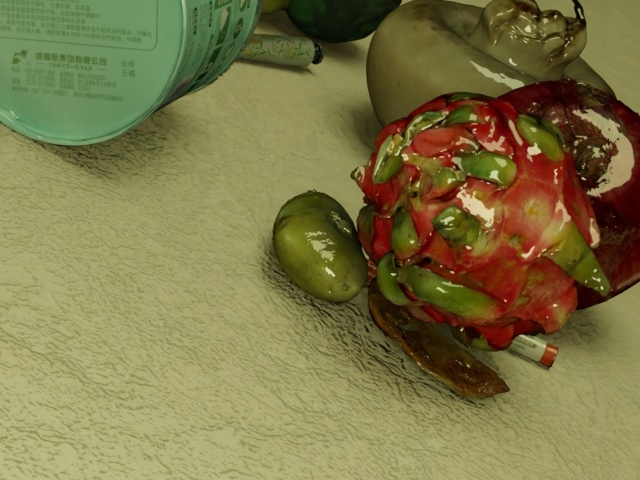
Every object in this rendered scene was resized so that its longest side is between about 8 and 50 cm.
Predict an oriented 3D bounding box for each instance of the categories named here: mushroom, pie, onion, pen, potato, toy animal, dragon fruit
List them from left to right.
[{"bbox_3d":[-0.041,-0.412,2.438,0.338,0.216,0.191,30,50,-2],"label":"toy animal"},{"bbox_3d":[0.000,0.000,1.734,0.105,0.085,0.188,38,15,-15],"label":"potato"},{"bbox_3d":[0.101,0.105,1.681,0.191,0.033,0.088,40,22,24],"label":"pie"},{"bbox_3d":[0.150,0.079,1.798,0.239,0.028,0.028,25,23,-5],"label":"pen"},{"bbox_3d":[0.156,-0.012,1.656,0.302,0.237,0.231,59,19,-57],"label":"dragon fruit"},{"bbox_3d":[0.244,-0.218,2.181,0.362,0.294,0.362,23,24,-11],"label":"mushroom"},{"bbox_3d":[0.278,-0.054,1.910,0.276,0.276,0.276,22,23,-10],"label":"onion"}]

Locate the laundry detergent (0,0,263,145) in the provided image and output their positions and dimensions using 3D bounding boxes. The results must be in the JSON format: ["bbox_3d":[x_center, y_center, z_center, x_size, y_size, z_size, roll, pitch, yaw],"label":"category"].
[{"bbox_3d":[-0.225,-0.277,1.818,0.287,0.287,0.305,30,23,7],"label":"laundry detergent"}]

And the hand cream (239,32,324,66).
[{"bbox_3d":[-0.081,-0.267,2.267,0.194,0.042,0.067,3,34,-36],"label":"hand cream"}]
